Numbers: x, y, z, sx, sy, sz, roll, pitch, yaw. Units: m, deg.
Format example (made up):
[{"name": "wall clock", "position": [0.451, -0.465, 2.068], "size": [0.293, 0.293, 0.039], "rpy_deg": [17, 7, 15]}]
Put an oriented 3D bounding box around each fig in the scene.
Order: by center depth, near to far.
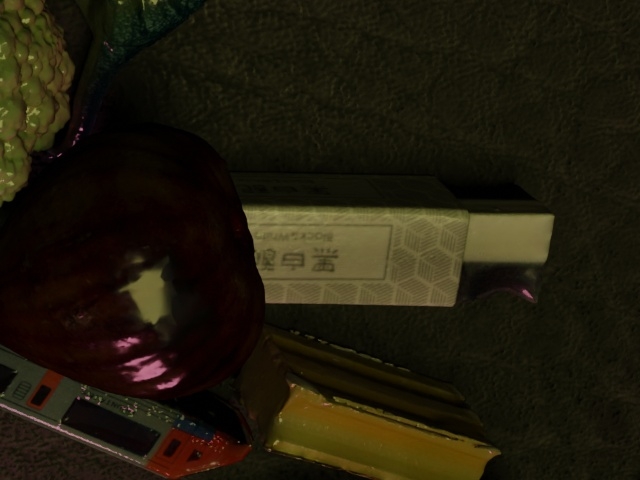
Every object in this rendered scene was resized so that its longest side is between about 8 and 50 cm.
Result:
[{"name": "fig", "position": [-0.206, 0.039, 1.584], "size": [0.321, 0.217, 0.217], "rpy_deg": [-18, 122, 20]}]

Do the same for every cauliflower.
[{"name": "cauliflower", "position": [-0.330, -0.142, 1.556], "size": [0.315, 0.239, 0.256], "rpy_deg": [-12, 105, 28]}]

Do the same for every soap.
[{"name": "soap", "position": [0.039, 0.161, 1.836], "size": [0.233, 0.135, 0.076], "rpy_deg": [21, 106, -27]}]

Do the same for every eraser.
[{"name": "eraser", "position": [0.000, 0.000, 1.768], "size": [0.404, 0.096, 0.098], "rpy_deg": [1, 112, -18]}]

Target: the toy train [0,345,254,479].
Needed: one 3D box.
[{"name": "toy train", "position": [-0.245, 0.116, 1.748], "size": [0.409, 0.086, 0.089], "rpy_deg": [28, 104, -28]}]

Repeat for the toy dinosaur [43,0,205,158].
[{"name": "toy dinosaur", "position": [-0.135, -0.215, 1.635], "size": [0.363, 0.076, 0.147], "rpy_deg": [-43, 129, 11]}]
